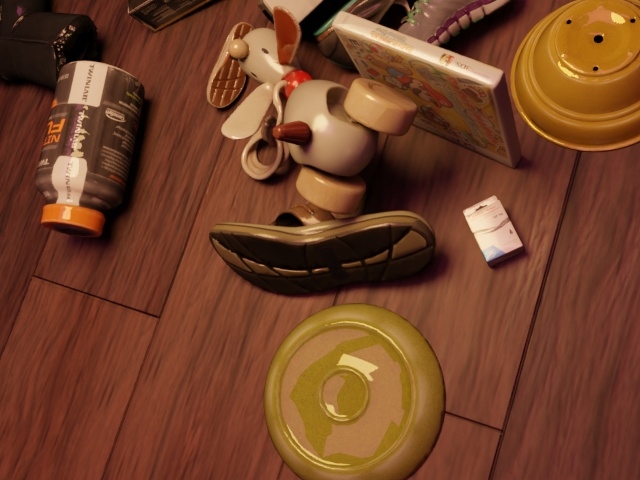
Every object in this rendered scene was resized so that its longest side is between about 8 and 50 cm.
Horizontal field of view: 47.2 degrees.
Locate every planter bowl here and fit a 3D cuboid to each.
[{"bbox_3d":[0.339,-0.226,0.892,0.217,0.090,0.217,-6,72,19],"label":"planter bowl"}]

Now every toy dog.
[{"bbox_3d":[-0.043,-0.168,0.899,0.333,0.161,0.220,23,102,47],"label":"toy dog"}]

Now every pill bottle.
[{"bbox_3d":[-0.348,-0.131,1.096,0.130,0.130,0.246,2,75,21],"label":"pill bottle"}]

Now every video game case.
[{"bbox_3d":[0.134,-0.174,0.876,0.206,0.227,0.026,28,85,25],"label":"video game case"}]

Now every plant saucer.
[{"bbox_3d":[0.033,0.193,0.911,0.241,0.037,0.241,-6,72,19],"label":"plant saucer"}]

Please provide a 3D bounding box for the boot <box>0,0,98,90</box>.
[{"bbox_3d":[-0.453,-0.370,1.223,0.207,0.094,0.246,11,86,27],"label":"boot"}]

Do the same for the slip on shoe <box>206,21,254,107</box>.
[{"bbox_3d":[-0.138,-0.264,1.109,0.041,0.051,0.135,14,87,63],"label":"slip on shoe"}]

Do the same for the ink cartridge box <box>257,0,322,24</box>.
[{"bbox_3d":[0.053,-0.424,1.018,0.332,0.165,0.065,-43,105,6],"label":"ink cartridge box"}]

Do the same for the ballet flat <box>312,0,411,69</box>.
[{"bbox_3d":[0.111,-0.351,1.016,0.096,0.095,0.280,41,104,-16],"label":"ballet flat"}]

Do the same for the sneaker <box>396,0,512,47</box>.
[{"bbox_3d":[0.146,-0.310,0.964,0.223,0.083,0.098,-34,110,-7],"label":"sneaker"}]

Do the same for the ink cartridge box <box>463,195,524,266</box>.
[{"bbox_3d":[0.212,-0.016,0.910,0.048,0.028,0.083,-27,67,11],"label":"ink cartridge box"}]

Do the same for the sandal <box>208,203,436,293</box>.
[{"bbox_3d":[0.002,0.001,0.953,0.302,0.120,0.086,-4,46,18],"label":"sandal"}]

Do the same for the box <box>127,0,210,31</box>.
[{"bbox_3d":[-0.177,-0.516,1.152,0.322,0.079,0.257,-22,72,21],"label":"box"}]
